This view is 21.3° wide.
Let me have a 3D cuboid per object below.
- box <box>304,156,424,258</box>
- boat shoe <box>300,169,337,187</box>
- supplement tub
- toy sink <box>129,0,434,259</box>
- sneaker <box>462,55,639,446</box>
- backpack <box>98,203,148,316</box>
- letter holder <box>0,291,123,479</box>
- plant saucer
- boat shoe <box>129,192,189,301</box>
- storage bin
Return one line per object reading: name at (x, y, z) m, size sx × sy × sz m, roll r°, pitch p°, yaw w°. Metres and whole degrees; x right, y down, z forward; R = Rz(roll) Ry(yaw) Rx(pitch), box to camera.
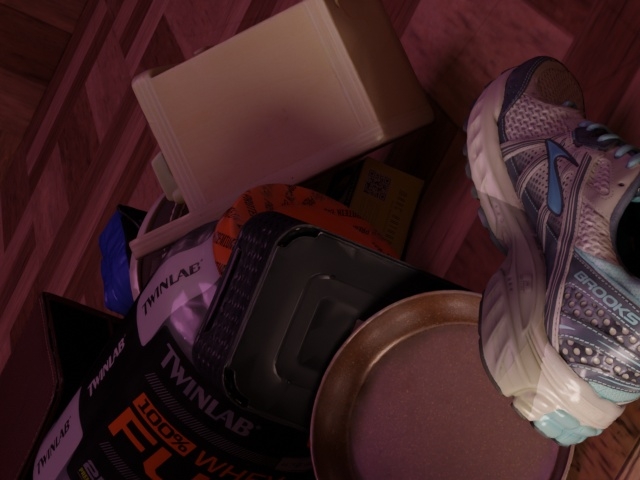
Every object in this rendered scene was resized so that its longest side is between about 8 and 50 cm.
box at (0.000, 0.000, 1.424) m, size 0.232 × 0.058 × 0.087 m, roll -22°, pitch 46°, yaw 64°
boat shoe at (-0.021, -0.078, 1.539) m, size 0.219 × 0.078 × 0.070 m, roll -76°, pitch 7°, yaw -70°
supplement tub at (-0.074, 0.117, 1.287) m, size 0.316 × 0.194 × 0.193 m, roll -55°, pitch 23°, yaw 34°
toy sink at (-0.053, -0.098, 1.349) m, size 0.234 × 0.131 × 0.153 m, roll -25°, pitch 1°, yaw 21°
sneaker at (0.164, -0.014, 0.985) m, size 0.122 × 0.110 × 0.283 m, roll -34°, pitch 37°, yaw 28°
backpack at (-0.184, 0.039, 1.819) m, size 0.101 × 0.098 × 0.120 m, roll -60°, pitch 32°, yaw 32°
letter holder at (-0.272, 0.245, 1.743) m, size 0.301 × 0.152 × 0.214 m, roll -61°, pitch 22°, yaw 17°
plant saucer at (0.075, 0.114, 1.023) m, size 0.168 × 0.029 × 0.168 m, roll -7°, pitch 72°, yaw 22°
boat shoe at (-0.114, 0.077, 1.568) m, size 0.097 × 0.117 × 0.324 m, roll -37°, pitch 39°, yaw 47°
storage bin at (0.023, 0.067, 1.106) m, size 0.122 × 0.180 × 0.084 m, roll -67°, pitch 20°, yaw 0°
